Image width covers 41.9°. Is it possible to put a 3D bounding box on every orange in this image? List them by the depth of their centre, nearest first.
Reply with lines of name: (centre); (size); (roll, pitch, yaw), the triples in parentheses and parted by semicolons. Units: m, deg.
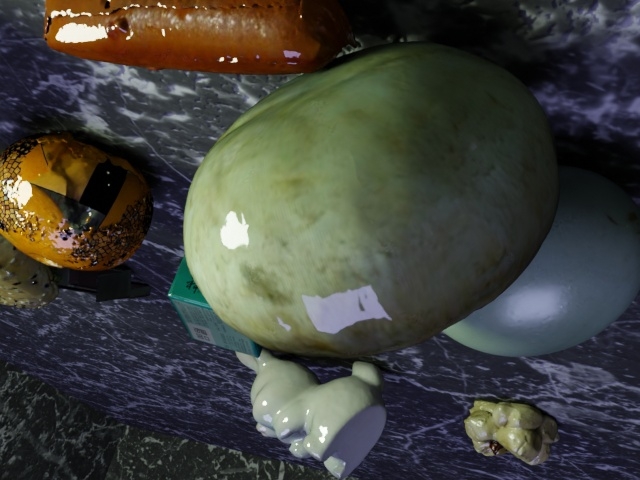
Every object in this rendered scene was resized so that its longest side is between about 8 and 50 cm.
orange: (-0.363, -0.052, 1.215); (0.234, 0.182, 0.234); (13, 169, 2)

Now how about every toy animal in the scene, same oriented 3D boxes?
toy animal: (-0.035, 0.330, 1.804); (0.367, 0.241, 0.196); (20, 153, 35)

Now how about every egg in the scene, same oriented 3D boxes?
egg: (0.222, 0.023, 0.908); (0.202, 0.203, 0.282); (28, 148, -22)

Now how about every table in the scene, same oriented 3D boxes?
table: (-0.454, 0.082, 1.699); (0.146, 0.063, 0.175); (7, -173, 24)

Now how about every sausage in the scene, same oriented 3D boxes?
sausage: (-0.124, -0.206, 0.784); (0.330, 0.102, 0.102); (9, 155, 23)

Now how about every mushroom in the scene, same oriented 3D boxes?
mushroom: (0.041, -0.027, 0.760); (0.352, 0.352, 0.260); (-6, 117, 44)

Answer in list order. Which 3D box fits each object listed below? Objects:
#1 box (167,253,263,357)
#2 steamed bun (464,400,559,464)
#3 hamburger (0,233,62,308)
box: (-0.181, 0.127, 1.575); (0.153, 0.092, 0.245); (15, 156, 8)
steamed bun: (0.397, 0.409, 1.761); (0.177, 0.106, 0.192); (0, 149, 33)
hamburger: (-0.556, -0.009, 1.421); (0.276, 0.195, 0.318); (36, 153, -33)
